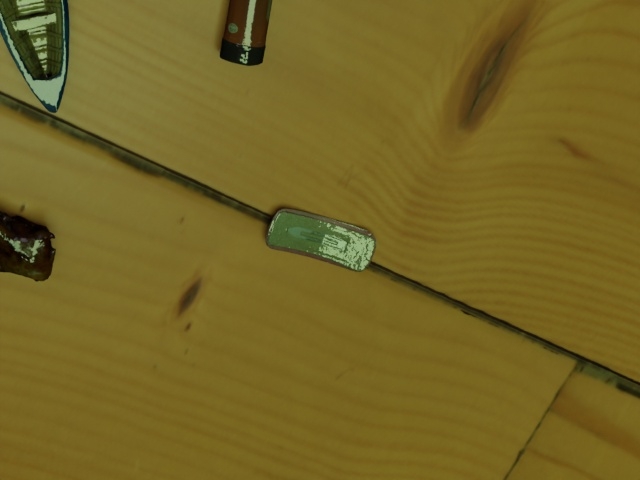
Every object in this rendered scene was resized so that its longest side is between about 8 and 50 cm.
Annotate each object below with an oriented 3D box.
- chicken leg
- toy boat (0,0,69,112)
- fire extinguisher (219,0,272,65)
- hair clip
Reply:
[{"bbox_3d":[-0.403,-0.056,1.620,0.113,0.093,0.304,-30,126,18],"label":"chicken leg"},{"bbox_3d":[-0.307,-0.248,1.578,0.080,0.046,0.228,-14,115,-10],"label":"toy boat"},{"bbox_3d":[-0.076,-0.282,1.626,0.062,0.050,0.177,17,110,20],"label":"fire extinguisher"},{"bbox_3d":[-0.001,-0.001,1.777,0.137,0.022,0.054,15,107,-20],"label":"hair clip"}]
